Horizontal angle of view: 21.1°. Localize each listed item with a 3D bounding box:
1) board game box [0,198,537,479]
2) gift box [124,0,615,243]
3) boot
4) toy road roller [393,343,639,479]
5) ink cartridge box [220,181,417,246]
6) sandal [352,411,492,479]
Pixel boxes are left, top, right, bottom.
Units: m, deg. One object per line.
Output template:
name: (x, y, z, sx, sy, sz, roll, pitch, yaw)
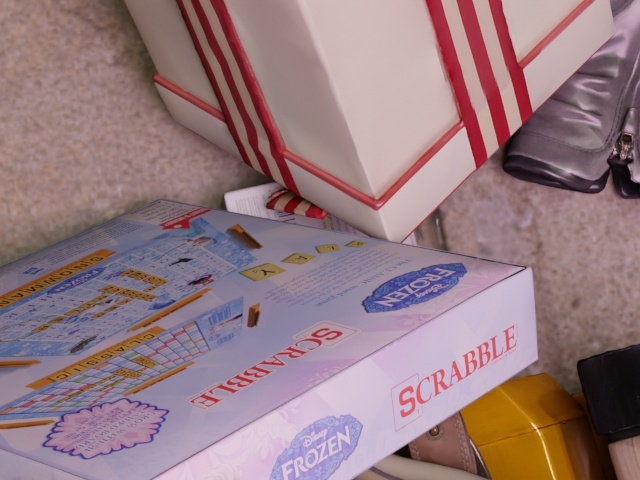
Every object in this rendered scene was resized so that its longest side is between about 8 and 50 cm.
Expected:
board game box: (-0.095, 0.071, 0.988, 0.319, 0.318, 0.066, -26, 117, -42)
gift box: (0.016, -0.182, 1.114, 0.255, 0.258, 0.276, -40, 48, -16)
boot: (0.298, -0.132, 1.237, 0.338, 0.118, 0.222, -1, 83, 4)
toy road roller: (0.185, 0.184, 1.140, 0.329, 0.240, 0.202, -20, 81, 27)
ink cartridge box: (0.000, 0.000, 1.196, 0.122, 0.052, 0.088, -12, 82, -8)
sandal: (0.076, 0.144, 1.012, 0.303, 0.120, 0.086, 20, 59, 34)
